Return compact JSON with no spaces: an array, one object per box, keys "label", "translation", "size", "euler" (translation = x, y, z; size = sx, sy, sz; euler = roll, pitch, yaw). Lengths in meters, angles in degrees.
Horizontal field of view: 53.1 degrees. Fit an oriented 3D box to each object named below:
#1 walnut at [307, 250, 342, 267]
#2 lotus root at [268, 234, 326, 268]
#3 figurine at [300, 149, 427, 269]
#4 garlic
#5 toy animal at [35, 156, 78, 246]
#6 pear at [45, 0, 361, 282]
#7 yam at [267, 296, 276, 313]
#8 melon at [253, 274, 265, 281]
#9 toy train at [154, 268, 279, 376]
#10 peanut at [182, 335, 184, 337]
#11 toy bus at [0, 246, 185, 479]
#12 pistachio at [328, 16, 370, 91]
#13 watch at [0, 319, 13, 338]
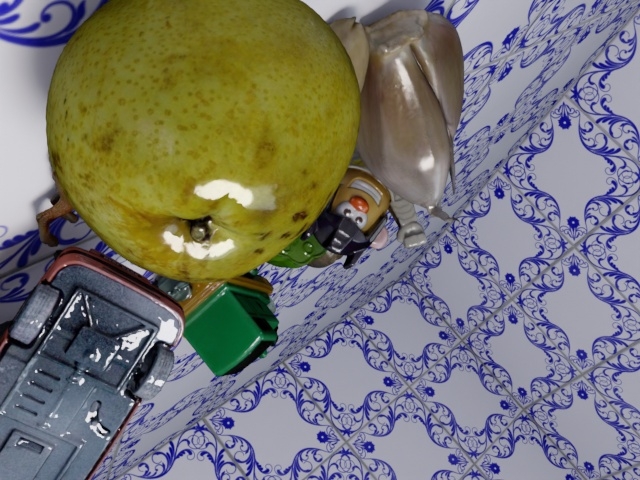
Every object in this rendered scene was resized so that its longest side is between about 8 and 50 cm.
[{"label":"walnut","translation":[-0.001,-0.001,1.607],"size":[0.140,0.140,0.162],"euler":[-37,175,-14]},{"label":"lotus root","translation":[-0.095,-0.019,1.299],"size":[0.186,0.186,0.186],"euler":[-38,166,-11]},{"label":"figurine","translation":[0.078,-0.084,1.244],"size":[0.308,0.308,0.143],"euler":[-38,156,-10]},{"label":"garlic","translation":[0.182,-0.215,1.105],"size":[0.231,0.340,0.246],"euler":[-26,-171,-20]},{"label":"toy animal","translation":[-0.231,-0.092,0.826],"size":[0.243,0.087,0.260],"euler":[-26,163,-51]},{"label":"pear","translation":[-0.114,-0.106,0.626],"size":[0.304,0.304,0.304],"euler":[-38,166,-11]},{"label":"yam","translation":[-0.240,0.218,1.735],"size":[0.259,0.093,0.093],"euler":[-31,163,-32]},{"label":"melon","translation":[-0.191,0.137,1.600],"size":[0.162,0.099,0.099],"euler":[-26,160,-48]},{"label":"toy train","translation":[-0.190,0.149,1.321],"size":[0.178,0.249,0.429],"euler":[-42,166,3]},{"label":"peanut","translation":[-0.288,0.199,1.561],"size":[0.087,0.087,0.207],"euler":[-42,168,6]},{"label":"toy bus","translation":[-0.373,0.216,0.883],"size":[0.427,0.203,0.233],"euler":[-56,-158,2]},{"label":"pistachio","translation":[0.014,-0.246,0.965],"size":[0.185,0.108,0.126],"euler":[-58,-177,30]},{"label":"watch","translation":[-0.536,0.214,1.000],"size":[0.206,0.068,0.193],"euler":[-47,164,15]}]
